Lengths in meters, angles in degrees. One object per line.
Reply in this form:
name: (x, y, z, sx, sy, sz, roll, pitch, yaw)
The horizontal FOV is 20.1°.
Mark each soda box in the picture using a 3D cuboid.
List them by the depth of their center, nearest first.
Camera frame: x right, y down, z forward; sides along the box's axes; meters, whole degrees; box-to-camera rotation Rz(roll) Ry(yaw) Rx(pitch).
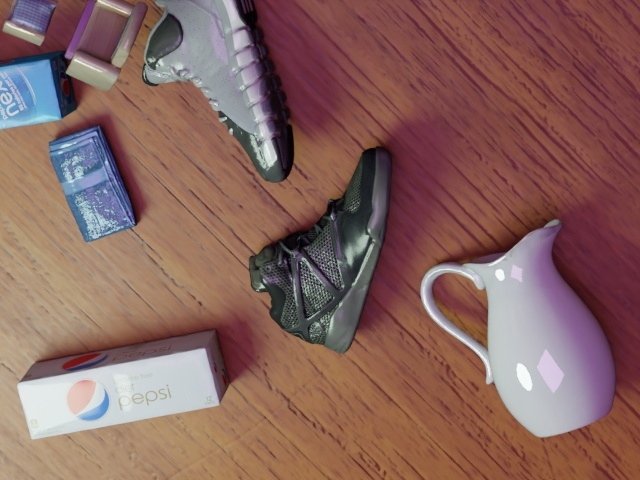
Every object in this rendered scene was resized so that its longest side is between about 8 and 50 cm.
soda box: (-0.371, -0.149, 1.904, 0.210, 0.071, 0.067, -9, 103, 8)
soda box: (-0.214, 0.156, 1.963, 0.216, 0.074, 0.069, -12, 103, 9)

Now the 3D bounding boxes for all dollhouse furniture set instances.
dollhouse furniture set: (-0.273, -0.346, 1.709, 0.303, 0.198, 0.286, 23, 75, -10)

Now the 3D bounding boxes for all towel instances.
towel: (-0.245, -0.060, 1.935, 0.067, 0.029, 0.119, -18, 102, 11)

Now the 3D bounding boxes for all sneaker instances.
sneaker: (-0.114, -0.159, 1.877, 0.132, 0.086, 0.228, -15, 92, 14)
sneaker: (0.000, 0.000, 1.895, 0.130, 0.087, 0.227, 16, 111, -5)

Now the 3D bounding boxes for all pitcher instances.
pitcher: (0.208, 0.102, 1.893, 0.178, 0.125, 0.207, -20, 91, 31)
